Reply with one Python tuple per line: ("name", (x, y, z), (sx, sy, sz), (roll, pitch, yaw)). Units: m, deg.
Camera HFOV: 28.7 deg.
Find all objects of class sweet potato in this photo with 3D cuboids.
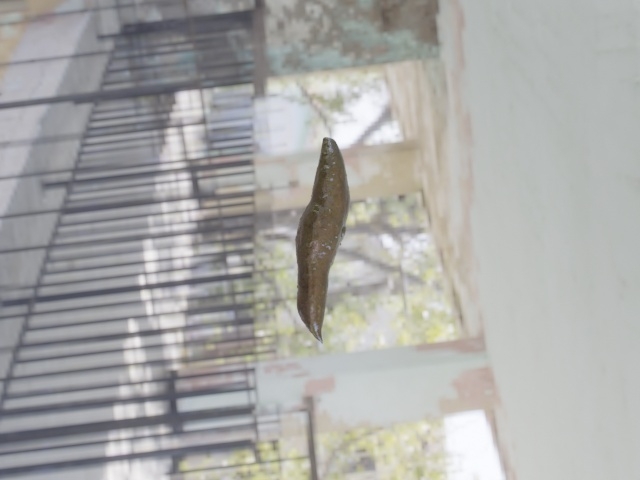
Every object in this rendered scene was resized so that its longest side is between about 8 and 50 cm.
("sweet potato", (0.000, 0.000, 1.654), (0.067, 0.067, 0.274), (-96, -167, -86))
